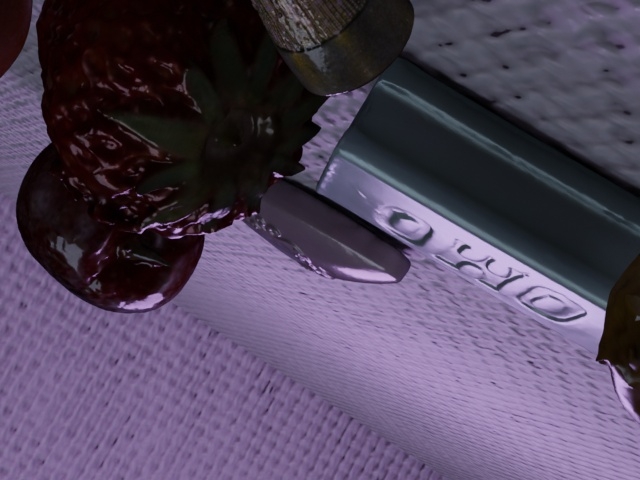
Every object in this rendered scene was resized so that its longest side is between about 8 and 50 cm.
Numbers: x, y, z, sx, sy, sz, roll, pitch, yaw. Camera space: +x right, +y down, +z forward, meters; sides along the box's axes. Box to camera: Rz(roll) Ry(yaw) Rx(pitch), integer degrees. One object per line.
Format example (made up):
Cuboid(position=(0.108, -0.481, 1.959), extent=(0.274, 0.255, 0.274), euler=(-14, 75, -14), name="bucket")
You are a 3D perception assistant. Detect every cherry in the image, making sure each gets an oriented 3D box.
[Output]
Cuboid(position=(-0.260, -0.029, 1.712), extent=(0.230, 0.203, 0.300), euler=(29, 180, -32), name="cherry")

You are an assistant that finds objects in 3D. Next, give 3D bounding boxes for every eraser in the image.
Cuboid(position=(-0.001, 0.001, 1.530), extent=(0.243, 0.059, 0.204), euler=(25, 169, 47), name="eraser")

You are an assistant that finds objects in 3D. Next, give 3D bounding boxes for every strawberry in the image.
Cuboid(position=(-0.117, -0.122, 1.002), extent=(0.244, 0.205, 0.205), euler=(40, 179, 43), name="strawberry")

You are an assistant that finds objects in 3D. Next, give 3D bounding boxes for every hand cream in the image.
Cuboid(position=(-0.031, -0.173, 0.809), extent=(0.084, 0.084, 0.203), euler=(17, 158, 50), name="hand cream")

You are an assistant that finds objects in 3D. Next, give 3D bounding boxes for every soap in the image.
Cuboid(position=(0.136, -0.016, 1.029), extent=(0.265, 0.087, 0.160), euler=(31, 169, 0), name="soap")

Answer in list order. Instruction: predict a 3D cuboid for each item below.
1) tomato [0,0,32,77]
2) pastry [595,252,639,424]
Cuboid(position=(-0.332, -0.203, 1.128), extent=(0.208, 0.208, 0.184), euler=(26, -169, 20), name="tomato")
Cuboid(position=(0.299, 0.048, 0.695), extent=(0.311, 0.162, 0.255), euler=(6, 144, 43), name="pastry")
